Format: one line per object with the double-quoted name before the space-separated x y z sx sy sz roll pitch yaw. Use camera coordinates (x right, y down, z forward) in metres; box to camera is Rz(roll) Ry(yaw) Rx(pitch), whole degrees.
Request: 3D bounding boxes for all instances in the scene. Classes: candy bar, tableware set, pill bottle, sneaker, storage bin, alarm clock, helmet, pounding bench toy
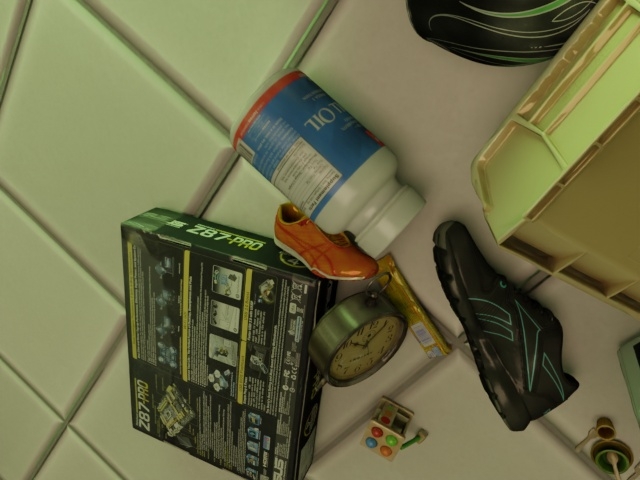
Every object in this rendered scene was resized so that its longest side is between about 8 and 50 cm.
"candy bar" 0.121 0.093 0.683 0.040 0.018 0.161 -31 95 34
"tableware set" 0.406 0.270 0.622 0.154 0.024 0.104 29 118 12
"pill bottle" 0.012 -0.086 0.601 0.221 0.124 0.124 42 120 3
"sneaker" 0.000 0.000 0.651 0.175 0.064 0.067 27 124 34
"storage bin" 0.310 -0.067 0.420 0.262 0.123 0.260 25 122 -16
"alarm clock" 0.051 0.111 0.655 0.064 0.129 0.192 50 137 36
"sneaker" 0.217 0.091 0.611 0.106 0.101 0.267 -24 98 7
"helmet" 0.176 -0.236 0.458 0.161 0.169 0.169 21 118 35
"pounding bench toy" 0.109 0.280 0.733 0.083 0.065 0.052 26 118 13

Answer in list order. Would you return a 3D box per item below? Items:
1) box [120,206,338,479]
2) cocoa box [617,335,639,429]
"box" -0.150 0.176 0.793 0.318 0.097 0.395 14 115 17
"cocoa box" 0.485 0.137 0.413 0.228 0.231 0.347 45 120 1
